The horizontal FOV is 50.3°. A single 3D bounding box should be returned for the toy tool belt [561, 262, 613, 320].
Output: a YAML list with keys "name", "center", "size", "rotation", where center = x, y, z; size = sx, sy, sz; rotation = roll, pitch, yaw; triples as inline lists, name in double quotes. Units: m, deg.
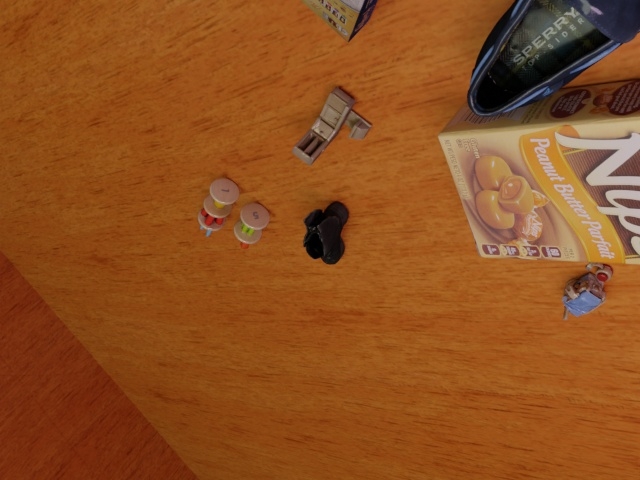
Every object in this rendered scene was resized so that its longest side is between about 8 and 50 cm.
- name: "toy tool belt"
  center: [0.343, 0.070, 0.879]
  size: [0.052, 0.051, 0.083]
  rotation: [35, 144, 7]

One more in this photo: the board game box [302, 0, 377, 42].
- name: "board game box"
  center: [-0.037, -0.335, 0.734]
  size: [0.243, 0.042, 0.165]
  rotation: [42, 174, -3]

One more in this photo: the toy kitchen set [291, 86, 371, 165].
- name: "toy kitchen set"
  center: [0.018, -0.144, 0.924]
  size: [0.068, 0.075, 0.083]
  rotation: [37, 149, 3]

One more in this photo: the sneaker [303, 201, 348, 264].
- name: "sneaker"
  center: [0.002, 0.001, 1.086]
  size: [0.051, 0.089, 0.170]
  rotation: [29, 143, 16]

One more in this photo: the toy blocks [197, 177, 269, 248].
- name: "toy blocks"
  center: [-0.164, -0.031, 1.235]
  size: [0.123, 0.054, 0.148]
  rotation: [40, 145, 2]

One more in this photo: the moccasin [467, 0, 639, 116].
- name: "moccasin"
  center: [0.256, -0.213, 0.594]
  size: [0.138, 0.117, 0.342]
  rotation: [38, 144, 2]

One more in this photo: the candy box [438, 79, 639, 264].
- name: "candy box"
  center: [0.304, -0.069, 0.732]
  size: [0.317, 0.087, 0.182]
  rotation: [2, 130, 42]
